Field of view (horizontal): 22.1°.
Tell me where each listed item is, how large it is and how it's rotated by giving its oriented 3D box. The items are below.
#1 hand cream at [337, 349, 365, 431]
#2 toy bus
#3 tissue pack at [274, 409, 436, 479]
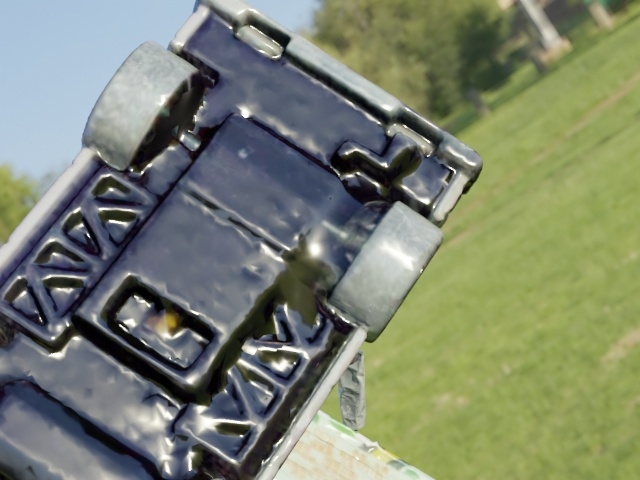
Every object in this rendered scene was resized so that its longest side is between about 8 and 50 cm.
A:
[{"bbox_3d":[0.026,0.124,1.395,0.030,0.093,0.019,15,37,25],"label":"hand cream"},{"bbox_3d":[-0.116,0.097,0.950,0.440,0.209,0.249,-56,-3,-30],"label":"toy bus"},{"bbox_3d":[-0.078,0.218,1.304,0.228,0.310,0.128,-54,7,36],"label":"tissue pack"}]
